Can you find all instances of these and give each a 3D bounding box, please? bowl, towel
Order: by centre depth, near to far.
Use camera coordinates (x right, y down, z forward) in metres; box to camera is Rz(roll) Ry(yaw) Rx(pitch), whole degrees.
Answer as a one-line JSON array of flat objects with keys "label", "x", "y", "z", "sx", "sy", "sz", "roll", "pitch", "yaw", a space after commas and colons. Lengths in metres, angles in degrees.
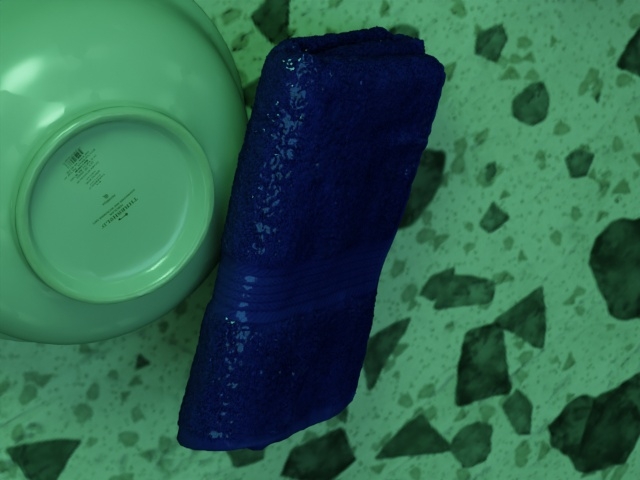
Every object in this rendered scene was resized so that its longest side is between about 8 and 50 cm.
[{"label": "bowl", "x": -0.163, "y": -0.044, "z": 1.285, "sx": 0.298, "sy": 0.134, "sz": 0.298, "roll": -11, "pitch": 115, "yaw": -24}, {"label": "towel", "x": 0.000, "y": 0.000, "z": 1.357, "sx": 0.227, "sy": 0.076, "sz": 0.308, "roll": -22, "pitch": 128, "yaw": -63}]
